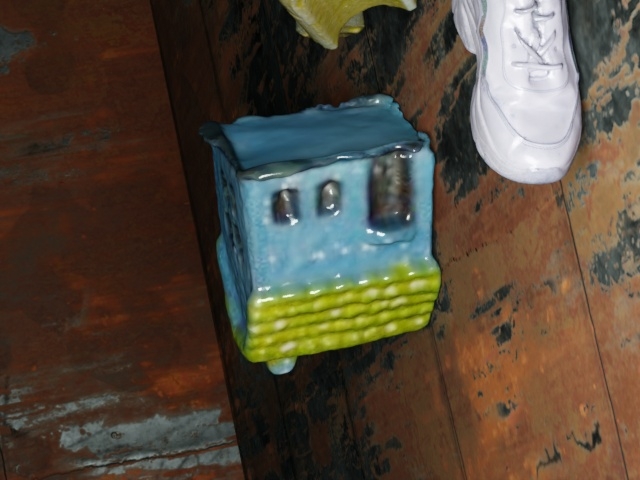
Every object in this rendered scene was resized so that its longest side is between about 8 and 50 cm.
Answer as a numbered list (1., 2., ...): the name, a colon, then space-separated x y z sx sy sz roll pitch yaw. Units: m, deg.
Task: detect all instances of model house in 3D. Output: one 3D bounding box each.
1. model house: 0.000 0.000 2.070 0.215 0.237 0.303 -123 27 -59

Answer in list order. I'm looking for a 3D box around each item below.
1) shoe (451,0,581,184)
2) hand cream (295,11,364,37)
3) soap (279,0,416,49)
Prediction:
1. shoe: 0.173 -0.170 1.529 0.137 0.095 0.245 98 165 -59
2. hand cream: 0.005 -0.347 2.168 0.084 0.084 0.203 179 87 -77
3. soap: -0.036 -0.382 1.865 0.293 0.156 0.335 66 -172 14
